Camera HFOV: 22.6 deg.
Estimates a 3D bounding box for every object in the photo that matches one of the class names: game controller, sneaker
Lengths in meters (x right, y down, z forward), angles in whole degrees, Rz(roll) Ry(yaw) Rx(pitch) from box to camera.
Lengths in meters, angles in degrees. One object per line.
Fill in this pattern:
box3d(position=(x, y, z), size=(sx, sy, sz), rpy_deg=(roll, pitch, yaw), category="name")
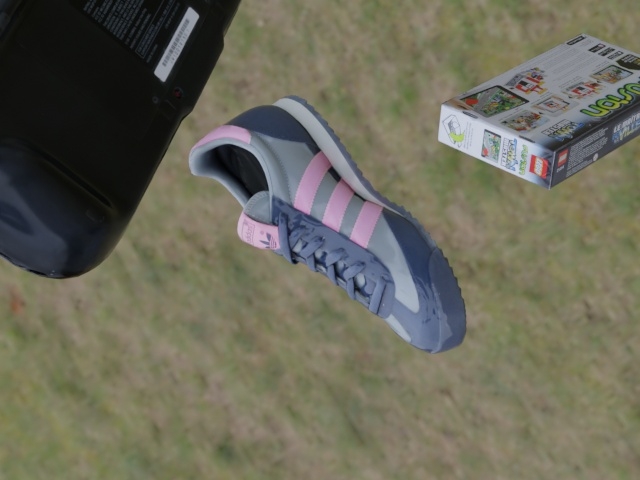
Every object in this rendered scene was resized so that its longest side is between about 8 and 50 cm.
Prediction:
box3d(position=(-0.126, -0.132, 0.847), size=(0.067, 0.319, 0.166), rpy_deg=(-17, 128, 41), category="game controller")
box3d(position=(0.000, 0.000, 1.456), size=(0.319, 0.131, 0.112), rpy_deg=(47, 144, 33), category="sneaker")

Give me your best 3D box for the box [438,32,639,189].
box3d(position=(0.206, -0.112, 1.337), size=(0.114, 0.207, 0.036), rpy_deg=(28, 129, 33), category="box")
